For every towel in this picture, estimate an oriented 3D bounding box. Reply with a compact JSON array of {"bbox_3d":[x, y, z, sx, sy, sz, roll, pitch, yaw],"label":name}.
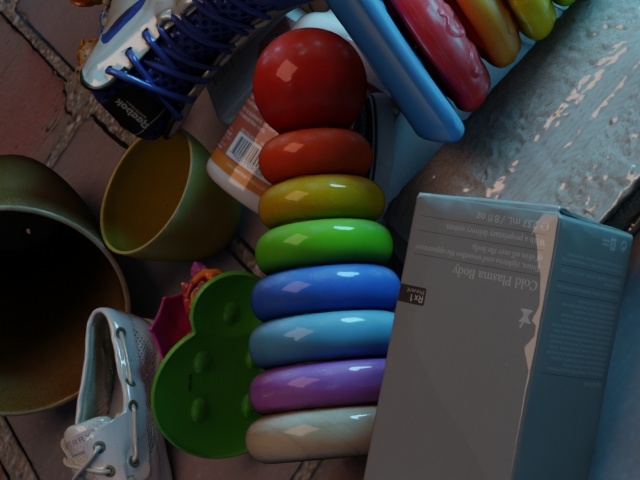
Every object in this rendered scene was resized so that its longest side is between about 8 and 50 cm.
[{"bbox_3d":[0.170,-0.056,1.029,0.282,0.049,0.187,-50,41,15],"label":"towel"}]

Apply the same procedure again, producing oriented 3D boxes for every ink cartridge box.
[{"bbox_3d":[-0.066,-0.205,1.361,0.115,0.067,0.198,-44,44,22],"label":"ink cartridge box"}]

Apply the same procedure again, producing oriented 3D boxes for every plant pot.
[{"bbox_3d":[-0.326,0.016,1.422,0.237,0.237,0.254,-50,26,15],"label":"plant pot"},{"bbox_3d":[-0.134,-0.033,1.313,0.134,0.095,0.134,-25,52,37],"label":"plant pot"}]

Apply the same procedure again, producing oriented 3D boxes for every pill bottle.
[{"bbox_3d":[0.004,-0.119,1.192,0.216,0.121,0.121,-56,39,7],"label":"pill bottle"}]

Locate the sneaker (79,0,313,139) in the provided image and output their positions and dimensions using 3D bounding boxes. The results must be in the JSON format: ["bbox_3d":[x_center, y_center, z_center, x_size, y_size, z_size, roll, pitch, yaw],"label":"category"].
[{"bbox_3d":[-0.114,-0.184,1.238,0.315,0.127,0.182,-11,53,52],"label":"sneaker"}]

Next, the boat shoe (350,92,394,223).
[{"bbox_3d":[0.008,-0.035,1.121,0.065,0.083,0.183,-135,53,-79],"label":"boat shoe"}]

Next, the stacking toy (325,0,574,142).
[{"bbox_3d":[0.157,-0.224,1.029,0.301,0.166,0.175,-34,12,7],"label":"stacking toy"}]

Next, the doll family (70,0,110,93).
[{"bbox_3d":[-0.228,-0.269,1.564,0.163,0.118,0.263,-27,68,28],"label":"doll family"}]

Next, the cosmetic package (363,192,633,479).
[{"bbox_3d":[0.116,0.096,0.917,0.127,0.107,0.238,8,85,43],"label":"cosmetic package"}]

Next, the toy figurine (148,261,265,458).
[{"bbox_3d":[-0.101,0.076,1.191,0.159,0.130,0.173,-131,41,-60],"label":"toy figurine"}]

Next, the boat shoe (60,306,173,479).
[{"bbox_3d":[-0.197,0.192,1.253,0.098,0.096,0.277,-25,53,33],"label":"boat shoe"}]

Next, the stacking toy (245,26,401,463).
[{"bbox_3d":[0.000,0.000,1.041,0.141,0.141,0.330,-15,76,43],"label":"stacking toy"}]
